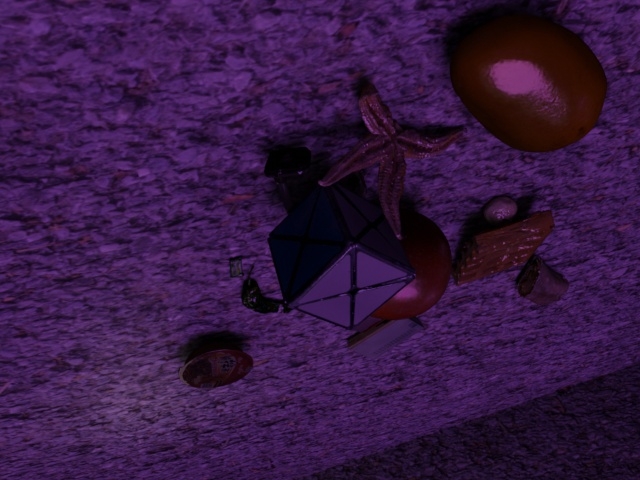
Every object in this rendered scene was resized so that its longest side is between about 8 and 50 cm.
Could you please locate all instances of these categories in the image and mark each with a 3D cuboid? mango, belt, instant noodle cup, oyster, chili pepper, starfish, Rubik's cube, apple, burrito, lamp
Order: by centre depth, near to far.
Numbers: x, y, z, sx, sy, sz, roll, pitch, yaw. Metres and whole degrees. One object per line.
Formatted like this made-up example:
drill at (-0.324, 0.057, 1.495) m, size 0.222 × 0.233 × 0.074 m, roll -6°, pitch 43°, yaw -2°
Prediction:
mango at (0.504, -0.380, 1.442) m, size 0.445 × 0.232 × 0.300 m, roll 19°, pitch 133°, yaw -29°
starfish at (0.190, -0.229, 1.495) m, size 0.132 × 0.384 × 0.398 m, roll 6°, pitch 156°, yaw 43°
Rubik's cube at (0.047, 0.036, 1.515) m, size 0.254 × 0.259 × 0.260 m, roll 26°, pitch 119°, yaw -40°
lamp at (-0.015, -0.131, 1.565) m, size 0.203 × 0.125 × 0.283 m, roll -8°, pitch 143°, yaw 13°
oyster at (0.080, -0.152, 1.672) m, size 0.108 × 0.053 × 0.166 m, roll -33°, pitch 136°, yaw -4°
apple at (0.214, 0.073, 1.767) m, size 0.276 × 0.349 × 0.349 m, roll 11°, pitch 133°, yaw -26°
chili pepper at (-0.199, 0.193, 1.962) m, size 0.122 × 0.065 × 0.279 m, roll -34°, pitch 142°, yaw 4°
belt at (0.150, 0.242, 2.112) m, size 0.124 × 0.128 × 0.200 m, roll -37°, pitch 142°, yaw 20°
instant noodle cup at (-0.383, 0.436, 2.150) m, size 0.273 × 0.091 × 0.274 m, roll -11°, pitch 141°, yaw -9°
burrito at (0.881, 0.180, 2.372) m, size 0.175 × 0.107 × 0.347 m, roll -49°, pitch 137°, yaw 13°

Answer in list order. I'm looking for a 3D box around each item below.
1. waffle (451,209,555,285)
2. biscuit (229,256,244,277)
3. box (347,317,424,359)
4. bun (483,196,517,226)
waffle at (0.626, 0.029, 2.041) m, size 0.303 × 0.078 × 0.348 m, roll -16°, pitch 156°, yaw -7°
biscuit at (-0.262, 0.083, 1.838) m, size 0.046 × 0.016 × 0.089 m, roll -11°, pitch 141°, yaw -13°
box at (0.265, 0.382, 2.396) m, size 0.270 × 0.045 × 0.210 m, roll -37°, pitch 139°, yaw 21°
bun at (0.597, -0.090, 1.949) m, size 0.115 × 0.069 × 0.115 m, roll -12°, pitch 139°, yaw -10°
